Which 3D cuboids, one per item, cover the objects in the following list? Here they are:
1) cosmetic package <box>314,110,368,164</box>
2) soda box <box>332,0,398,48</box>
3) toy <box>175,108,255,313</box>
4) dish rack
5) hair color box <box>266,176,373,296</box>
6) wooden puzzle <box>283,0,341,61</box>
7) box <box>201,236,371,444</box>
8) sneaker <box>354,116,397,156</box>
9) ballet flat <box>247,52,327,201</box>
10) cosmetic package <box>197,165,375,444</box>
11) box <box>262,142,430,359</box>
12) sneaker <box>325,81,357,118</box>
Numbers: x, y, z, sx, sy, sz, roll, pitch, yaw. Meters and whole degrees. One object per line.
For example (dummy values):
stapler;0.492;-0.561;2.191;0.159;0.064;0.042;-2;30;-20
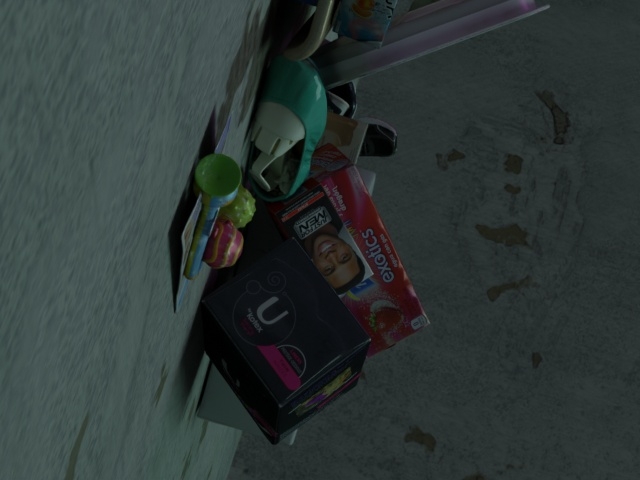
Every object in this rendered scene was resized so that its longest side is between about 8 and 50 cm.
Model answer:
cosmetic package;0.008;-0.160;2.135;0.041;0.115;0.060;-64;170;-70
soda box;0.065;-0.288;1.497;0.183;0.058;0.063;109;2;-53
toy;-0.097;-0.017;1.398;0.237;0.056;0.136;101;7;-69
dish rack;0.100;-0.253;1.756;0.333;0.286;0.072;-171;-119;-76
hair color box;0.000;0.000;1.789;0.072;0.141;0.043;-34;-158;-7
wooden puzzle;0.033;-0.391;1.598;0.322;0.081;0.347;-66;177;-70
box;-0.047;0.134;1.806;0.143;0.165;0.270;-35;167;-13
sneaker;0.038;-0.152;2.315;0.077;0.178;0.072;-58;143;-42
ballet flat;-0.044;-0.118;1.677;0.087;0.083;0.247;-56;168;-27
cosmetic package;-0.048;0.077;2.109;0.217;0.156;0.385;-64;172;-74
box;0.029;0.017;1.896;0.256;0.123;0.128;64;-4;-22
sneaker;-0.001;-0.170;2.207;0.153;0.094;0.235;81;30;-72
